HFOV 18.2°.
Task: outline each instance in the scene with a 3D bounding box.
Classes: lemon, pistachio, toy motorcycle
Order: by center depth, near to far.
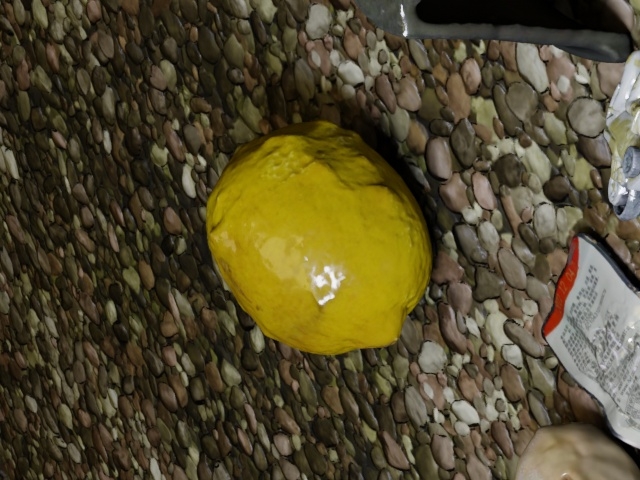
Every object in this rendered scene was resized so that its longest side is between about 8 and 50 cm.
[{"bbox_3d":[0.298,-0.112,1.759,0.228,0.074,0.151,113,162,-67],"label":"toy motorcycle"},{"bbox_3d":[0.277,0.284,1.996,0.223,0.126,0.152,63,-173,5],"label":"pistachio"},{"bbox_3d":[0.000,0.000,2.162,0.288,0.233,0.233,52,144,24],"label":"lemon"}]

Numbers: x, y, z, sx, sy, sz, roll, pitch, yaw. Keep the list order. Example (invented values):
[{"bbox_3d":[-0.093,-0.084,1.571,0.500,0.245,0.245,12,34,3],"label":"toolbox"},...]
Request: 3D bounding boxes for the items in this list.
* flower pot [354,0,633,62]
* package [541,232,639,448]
[{"bbox_3d":[0.150,-0.319,1.738,0.379,0.251,0.379,36,136,45],"label":"flower pot"},{"bbox_3d":[0.300,0.117,1.949,0.232,0.040,0.166,56,147,35],"label":"package"}]
